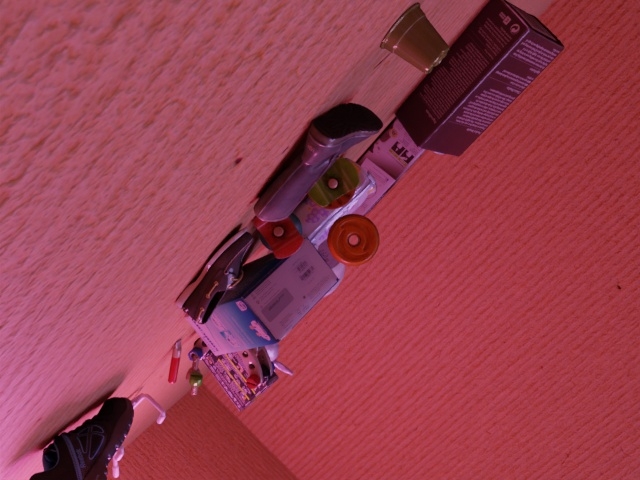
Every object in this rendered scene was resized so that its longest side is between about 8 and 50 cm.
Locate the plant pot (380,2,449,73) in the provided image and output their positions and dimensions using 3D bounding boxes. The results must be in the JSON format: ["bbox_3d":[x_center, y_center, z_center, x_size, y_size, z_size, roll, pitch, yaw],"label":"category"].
[{"bbox_3d":[0.146,-0.291,0.954,0.083,0.079,0.083,-47,177,-4],"label":"plant pot"}]

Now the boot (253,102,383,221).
[{"bbox_3d":[-0.004,-0.127,1.085,0.190,0.076,0.208,-22,153,-44],"label":"boot"}]

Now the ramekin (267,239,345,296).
[{"bbox_3d":[-0.028,0.036,1.636,0.207,0.207,0.109,-44,167,-32],"label":"ramekin"}]

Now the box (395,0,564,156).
[{"bbox_3d":[0.387,-0.392,1.599,0.191,0.143,0.381,3,138,-46],"label":"box"}]

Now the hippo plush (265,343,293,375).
[{"bbox_3d":[-0.282,0.366,2.286,0.236,0.294,0.234,-16,-173,-44],"label":"hippo plush"}]

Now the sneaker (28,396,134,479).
[{"bbox_3d":[-0.493,0.427,1.353,0.125,0.140,0.341,-57,-168,17],"label":"sneaker"}]

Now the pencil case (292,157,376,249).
[{"bbox_3d":[0.007,-0.068,1.508,0.273,0.113,0.124,-46,-162,-11],"label":"pencil case"}]

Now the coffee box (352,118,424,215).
[{"bbox_3d":[0.180,-0.212,1.856,0.297,0.119,0.168,-48,177,22],"label":"coffee box"}]

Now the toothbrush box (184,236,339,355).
[{"bbox_3d":[-0.135,0.130,1.426,0.216,0.126,0.295,-43,-169,-34],"label":"toothbrush box"}]

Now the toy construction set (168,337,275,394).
[{"bbox_3d":[-0.264,0.269,1.790,0.309,0.257,0.237,-12,125,-42],"label":"toy construction set"}]

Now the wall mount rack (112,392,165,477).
[{"bbox_3d":[-0.583,0.577,1.760,0.304,0.130,0.350,-47,175,22],"label":"wall mount rack"}]

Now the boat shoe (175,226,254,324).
[{"bbox_3d":[-0.184,0.068,1.204,0.228,0.069,0.081,-48,176,29],"label":"boat shoe"}]

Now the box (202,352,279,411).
[{"bbox_3d":[-0.277,0.392,2.078,0.060,0.270,0.216,-28,164,-45],"label":"box"}]

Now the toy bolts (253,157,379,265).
[{"bbox_3d":[-0.007,-0.032,1.292,0.228,0.218,0.158,-28,-178,0],"label":"toy bolts"}]
